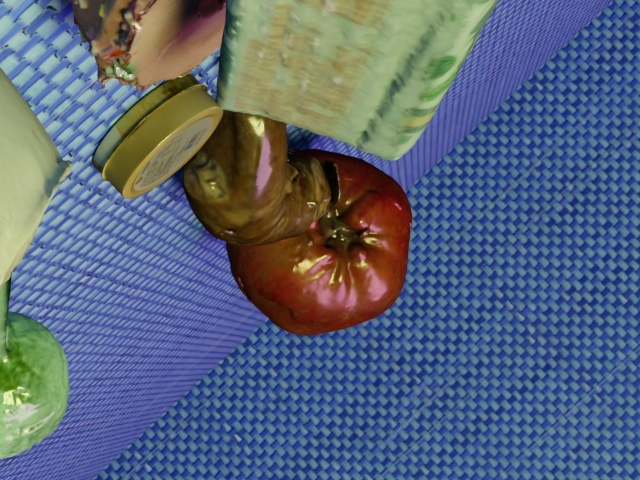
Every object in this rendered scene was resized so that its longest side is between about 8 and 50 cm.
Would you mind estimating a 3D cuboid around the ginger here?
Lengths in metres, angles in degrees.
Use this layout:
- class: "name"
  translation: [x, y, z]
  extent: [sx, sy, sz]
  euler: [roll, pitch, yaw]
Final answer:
- class: "ginger"
  translation: [-0.061, -0.053, 1.286]
  extent: [0.133, 0.107, 0.309]
  euler: [-29, 171, 7]

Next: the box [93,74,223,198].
- class: "box"
  translation: [-0.122, -0.078, 1.051]
  extent: [0.105, 0.037, 0.105]
  euler: [-43, 173, -6]

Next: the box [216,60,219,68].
- class: "box"
  translation: [-0.012, -0.167, 1.109]
  extent: [0.084, 0.040, 0.154]
  euler: [-47, 171, 29]

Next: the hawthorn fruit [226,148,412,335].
- class: "hawthorn fruit"
  translation: [0.000, 0.000, 1.582]
  extent: [0.211, 0.211, 0.299]
  euler: [-43, -178, 1]

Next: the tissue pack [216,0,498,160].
- class: "tissue pack"
  translation: [0.045, -0.193, 0.622]
  extent: [0.311, 0.128, 0.228]
  euler: [111, -3, -74]

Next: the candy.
- class: "candy"
  translation: [-0.231, 0.037, 0.996]
  extent: [0.119, 0.119, 0.440]
  euler: [-39, 164, -30]

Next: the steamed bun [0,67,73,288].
- class: "steamed bun"
  translation: [-0.222, 0.045, 0.387]
  extent: [0.324, 0.206, 0.324]
  euler: [-57, -169, 18]

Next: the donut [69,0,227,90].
- class: "donut"
  translation: [-0.090, -0.135, 0.757]
  extent: [0.117, 0.065, 0.166]
  euler: [-45, 171, 3]
